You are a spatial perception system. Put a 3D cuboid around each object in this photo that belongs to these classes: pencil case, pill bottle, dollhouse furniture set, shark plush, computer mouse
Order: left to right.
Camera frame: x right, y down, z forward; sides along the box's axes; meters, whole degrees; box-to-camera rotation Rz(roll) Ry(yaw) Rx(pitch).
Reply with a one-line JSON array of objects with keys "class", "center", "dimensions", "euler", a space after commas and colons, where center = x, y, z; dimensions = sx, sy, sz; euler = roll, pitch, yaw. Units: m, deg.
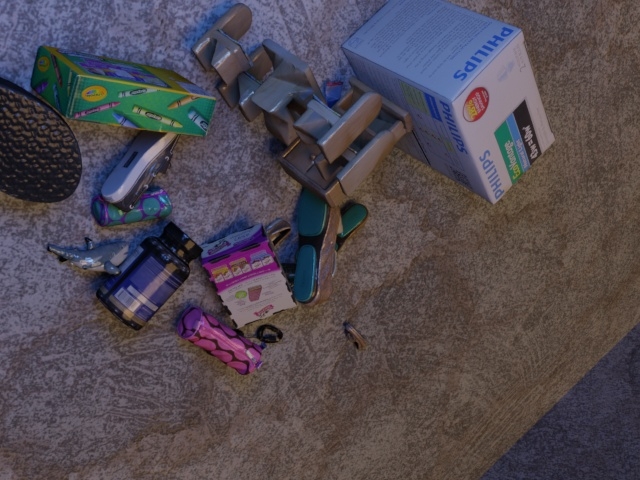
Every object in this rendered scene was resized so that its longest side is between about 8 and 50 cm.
[{"class": "shark plush", "center": [-0.469, 0.025, 1.676], "dimensions": [0.161, 0.073, 0.067], "euler": [9, 91, -23]}, {"class": "pencil case", "center": [-0.377, -0.069, 1.664], "dimensions": [0.151, 0.064, 0.070], "euler": [-13, 138, -36]}, {"class": "pill bottle", "center": [-0.352, 0.070, 1.737], "dimensions": [0.219, 0.123, 0.123], "euler": [-48, 138, -6]}, {"class": "pencil case", "center": [-0.230, 0.234, 1.937], "dimensions": [0.209, 0.098, 0.095], "euler": [35, 87, -30]}, {"class": "computer mouse", "center": [-0.185, 0.253, 2.072], "dimensions": [0.242, 0.041, 0.071], "euler": [-4, 118, -41]}, {"class": "dollhouse furniture set", "center": [0.011, -0.278, 1.659], "dimensions": [0.256, 0.362, 0.394], "euler": [-47, 152, -8]}]

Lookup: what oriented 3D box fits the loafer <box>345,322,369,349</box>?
[{"class": "loafer", "center": [0.097, 0.275, 2.343], "dimensions": [0.039, 0.045, 0.125], "euler": [-44, 141, -1]}]

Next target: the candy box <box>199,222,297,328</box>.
[{"class": "candy box", "center": [-0.165, 0.084, 1.915], "dimensions": [0.159, 0.071, 0.233], "euler": [-20, 133, 0]}]

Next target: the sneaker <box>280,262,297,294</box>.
[{"class": "sneaker", "center": [-0.056, 0.103, 2.068], "dimensions": [0.192, 0.064, 0.086], "euler": [-4, 116, -43]}]

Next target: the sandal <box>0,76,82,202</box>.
[{"class": "sandal", "center": [-0.570, -0.227, 1.355], "dimensions": [0.167, 0.107, 0.446], "euler": [-42, 127, 10]}]

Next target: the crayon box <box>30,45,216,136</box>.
[{"class": "crayon box", "center": [-0.348, -0.264, 1.483], "dimensions": [0.278, 0.165, 0.081], "euler": [2, 115, -42]}]

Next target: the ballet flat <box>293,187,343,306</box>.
[{"class": "ballet flat", "center": [0.000, 0.000, 1.982], "dimensions": [0.106, 0.107, 0.316], "euler": [8, 91, -47]}]

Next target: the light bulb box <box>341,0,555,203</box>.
[{"class": "light bulb box", "center": [0.292, -0.328, 1.871], "dimensions": [0.225, 0.361, 0.358], "euler": [-45, 138, -9]}]

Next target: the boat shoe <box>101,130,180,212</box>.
[{"class": "boat shoe", "center": [-0.329, -0.151, 1.617], "dimensions": [0.228, 0.080, 0.076], "euler": [-57, 136, -19]}]

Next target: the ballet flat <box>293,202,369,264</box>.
[{"class": "ballet flat", "center": [0.032, -0.001, 2.077], "dimensions": [0.232, 0.080, 0.073], "euler": [-38, 166, -13]}]

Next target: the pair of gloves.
[{"class": "pair of gloves", "center": [-0.011, -0.282, 1.884], "dimensions": [0.198, 0.023, 0.159], "euler": [-19, 130, -32]}]

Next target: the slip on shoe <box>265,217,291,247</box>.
[{"class": "slip on shoe", "center": [-0.125, 0.004, 1.958], "dimensions": [0.135, 0.041, 0.051], "euler": [-39, 137, -15]}]
